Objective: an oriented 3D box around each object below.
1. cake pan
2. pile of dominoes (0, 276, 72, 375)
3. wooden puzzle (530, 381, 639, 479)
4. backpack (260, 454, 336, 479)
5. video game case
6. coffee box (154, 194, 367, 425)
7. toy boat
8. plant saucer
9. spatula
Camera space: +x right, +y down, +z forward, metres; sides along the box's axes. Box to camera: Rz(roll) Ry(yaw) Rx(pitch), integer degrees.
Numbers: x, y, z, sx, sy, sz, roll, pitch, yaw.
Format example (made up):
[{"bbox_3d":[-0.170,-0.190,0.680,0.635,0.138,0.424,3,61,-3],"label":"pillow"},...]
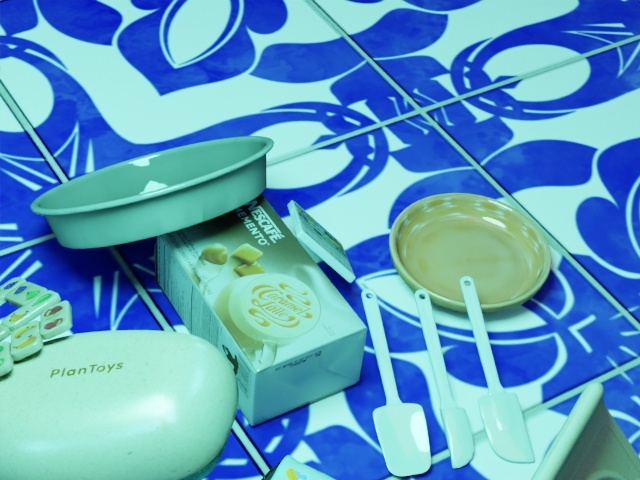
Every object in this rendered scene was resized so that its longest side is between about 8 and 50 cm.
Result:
[{"bbox_3d":[-0.190,-0.057,1.535,0.293,0.054,0.293,-14,14,3],"label":"cake pan"},{"bbox_3d":[-0.353,0.103,1.206,0.251,0.040,0.196,-36,25,-26],"label":"pile of dominoes"},{"bbox_3d":[0.229,0.349,1.117,0.080,0.348,0.322,-13,26,45],"label":"wooden puzzle"},{"bbox_3d":[-0.028,0.302,1.200,0.144,0.166,0.188,16,48,8],"label":"backpack"},{"bbox_3d":[0.000,0.000,1.555,0.087,0.011,0.122,41,10,-18],"label":"video game case"},{"bbox_3d":[-0.073,0.071,1.481,0.141,0.098,0.246,-19,49,-24],"label":"coffee box"},{"bbox_3d":[-0.212,0.213,1.130,0.267,0.148,0.318,-4,36,14],"label":"toy boat"},{"bbox_3d":[0.182,0.020,1.609,0.199,0.037,0.200,4,43,-4],"label":"plant saucer"},{"bbox_3d":[0.130,0.146,1.461,0.168,0.019,0.242,-6,57,-9],"label":"spatula"}]
